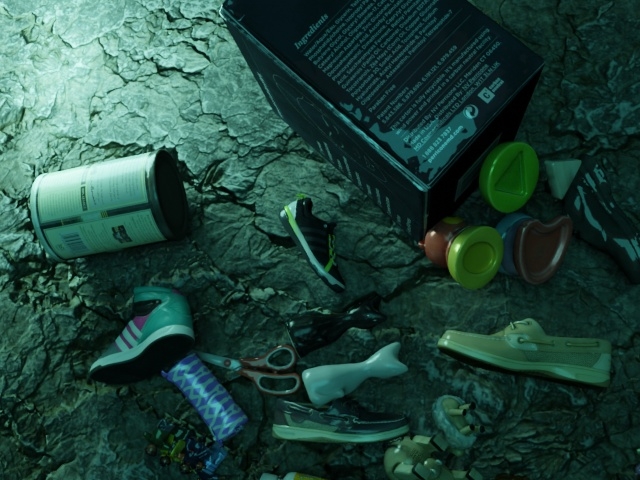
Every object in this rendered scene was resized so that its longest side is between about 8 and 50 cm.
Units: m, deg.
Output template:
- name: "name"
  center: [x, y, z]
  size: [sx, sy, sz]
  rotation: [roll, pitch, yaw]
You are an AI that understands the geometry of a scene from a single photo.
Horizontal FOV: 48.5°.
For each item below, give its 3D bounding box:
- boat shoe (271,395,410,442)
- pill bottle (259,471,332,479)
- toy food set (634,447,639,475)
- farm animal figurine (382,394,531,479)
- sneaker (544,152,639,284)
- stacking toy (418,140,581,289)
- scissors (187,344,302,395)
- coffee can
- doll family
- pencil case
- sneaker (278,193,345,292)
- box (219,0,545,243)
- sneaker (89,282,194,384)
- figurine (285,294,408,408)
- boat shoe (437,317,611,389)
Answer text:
- name: "boat shoe"
  center: [0.038, 0.361, 1.452]
  size: [0.285, 0.103, 0.092]
  rotation: [-4, 85, 14]
- name: "pill bottle"
  center: [-0.023, 0.531, 1.421]
  size: [0.209, 0.117, 0.117]
  rotation: [10, 82, 10]
- name: "toy food set"
  center: [0.654, 0.460, 1.383]
  size: [0.078, 0.019, 0.122]
  rotation: [-12, 87, 7]
- name: "farm animal figurine"
  center: [0.221, 0.505, 1.342]
  size: [0.330, 0.172, 0.326]
  rotation: [-29, 86, -34]
- name: "sneaker"
  center: [0.562, -0.031, 1.449]
  size: [0.130, 0.109, 0.286]
  rotation: [-29, 70, 13]
- name: "stacking toy"
  center: [0.349, -0.055, 1.380]
  size: [0.130, 0.309, 0.279]
  rotation: [26, 108, 52]
- name: "scissors"
  center: [-0.186, 0.279, 1.538]
  size: [0.297, 0.021, 0.109]
  rotation: [-1, 80, 8]
- name: "coffee can"
  center: [-0.452, -0.075, 1.547]
  size: [0.276, 0.201, 0.201]
  rotation: [-10, 79, 7]
- name: "doll family"
  center: [-0.283, 0.451, 1.499]
  size: [0.193, 0.076, 0.111]
  rotation: [29, 81, 9]
- name: "pencil case"
  center: [-0.240, 0.336, 1.502]
  size: [0.088, 0.086, 0.206]
  rotation: [-35, 75, -25]
- name: "sneaker"
  center: [0.000, 0.000, 1.526]
  size: [0.097, 0.084, 0.234]
  rotation: [-34, 77, 0]
- name: "box"
  center: [0.118, -0.285, 1.355]
  size: [0.472, 0.480, 0.297]
  rotation: [42, 87, 12]
- name: "sneaker"
  center: [-0.386, 0.187, 1.536]
  size: [0.296, 0.124, 0.178]
  rotation: [-28, 48, 27]
- name: "figurine"
  center: [0.056, 0.221, 1.447]
  size: [0.210, 0.092, 0.214]
  rotation: [-21, 47, -1]
- name: "boat shoe"
  center: [0.405, 0.213, 1.418]
  size: [0.341, 0.121, 0.110]
  rotation: [11, 78, 0]
